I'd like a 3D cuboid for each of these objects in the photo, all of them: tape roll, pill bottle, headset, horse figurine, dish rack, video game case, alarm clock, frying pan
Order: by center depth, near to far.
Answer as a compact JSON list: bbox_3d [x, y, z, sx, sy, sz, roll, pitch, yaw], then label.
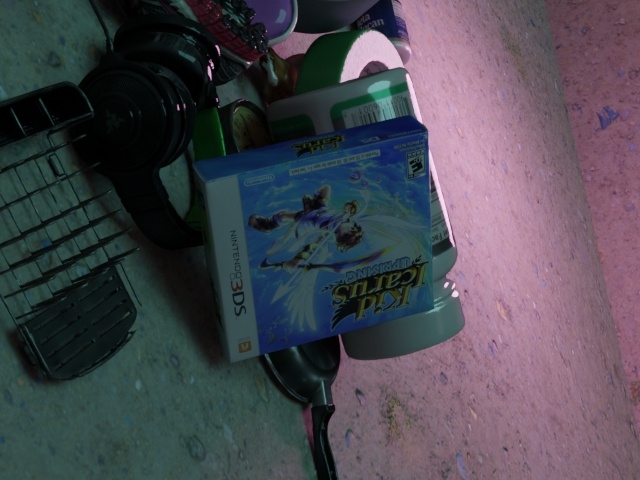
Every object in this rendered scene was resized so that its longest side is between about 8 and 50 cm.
[{"bbox_3d":[-0.258,-0.006,1.091,0.272,0.074,0.208,65,26,-9],"label":"dish rack"},{"bbox_3d":[-0.172,-0.177,1.260,0.243,0.185,0.394,-74,148,-53],"label":"headset"},{"bbox_3d":[0.000,0.000,1.297,0.061,0.269,0.244,-126,-154,-55],"label":"video game case"},{"bbox_3d":[-0.023,0.174,1.460,0.197,0.053,0.326,40,35,-46],"label":"frying pan"},{"bbox_3d":[-0.115,-0.134,1.482,0.192,0.064,0.129,55,29,-34],"label":"alarm clock"},{"bbox_3d":[0.067,-0.035,1.495,0.204,0.204,0.361,-33,109,-64],"label":"pill bottle"},{"bbox_3d":[-0.031,-0.228,1.722,0.263,0.066,0.174,-36,110,-62],"label":"horse figurine"},{"bbox_3d":[0.061,-0.167,1.738,0.321,0.077,0.321,-1,90,-65],"label":"tape roll"},{"bbox_3d":[0.114,-0.415,2.114,0.094,0.094,0.169,27,48,-55],"label":"pill bottle"}]

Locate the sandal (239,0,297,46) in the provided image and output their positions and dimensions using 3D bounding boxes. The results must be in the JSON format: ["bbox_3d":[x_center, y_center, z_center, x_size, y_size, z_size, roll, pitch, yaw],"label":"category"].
[{"bbox_3d":[-0.159,-0.451,1.511,0.416,0.169,0.102,65,-14,11],"label":"sandal"}]

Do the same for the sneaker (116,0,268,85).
[{"bbox_3d":[-0.206,-0.302,1.392,0.299,0.112,0.121,40,30,-25],"label":"sneaker"}]

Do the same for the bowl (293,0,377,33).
[{"bbox_3d":[-0.018,-0.439,1.700,0.163,0.311,0.312,114,-26,-58],"label":"bowl"}]
